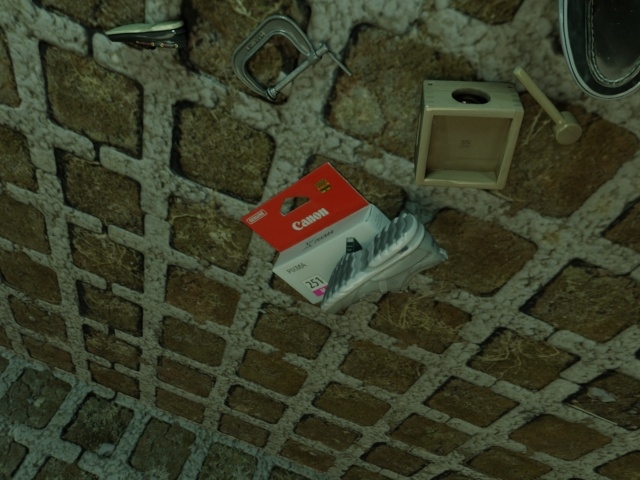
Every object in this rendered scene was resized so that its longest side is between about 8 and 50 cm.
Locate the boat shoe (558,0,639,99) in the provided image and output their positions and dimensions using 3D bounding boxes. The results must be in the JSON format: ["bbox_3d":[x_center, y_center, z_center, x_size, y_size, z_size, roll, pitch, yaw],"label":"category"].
[{"bbox_3d":[0.275,-0.250,0.445,0.113,0.105,0.306,11,134,15],"label":"boat shoe"}]

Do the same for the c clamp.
[{"bbox_3d":[-0.055,-0.263,0.801,0.161,0.022,0.137,-21,124,37],"label":"c clamp"}]

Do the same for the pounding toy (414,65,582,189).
[{"bbox_3d":[0.243,-0.170,0.734,0.206,0.094,0.181,4,132,5],"label":"pounding toy"}]

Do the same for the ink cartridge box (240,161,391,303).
[{"bbox_3d":[0.000,0.000,1.033,0.239,0.060,0.275,41,135,-23],"label":"ink cartridge box"}]

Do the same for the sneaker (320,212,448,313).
[{"bbox_3d":[0.102,0.071,0.945,0.115,0.105,0.281,35,136,-16],"label":"sneaker"}]

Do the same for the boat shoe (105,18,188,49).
[{"bbox_3d":[-0.267,-0.312,0.814,0.133,0.048,0.042,3,128,13],"label":"boat shoe"}]
